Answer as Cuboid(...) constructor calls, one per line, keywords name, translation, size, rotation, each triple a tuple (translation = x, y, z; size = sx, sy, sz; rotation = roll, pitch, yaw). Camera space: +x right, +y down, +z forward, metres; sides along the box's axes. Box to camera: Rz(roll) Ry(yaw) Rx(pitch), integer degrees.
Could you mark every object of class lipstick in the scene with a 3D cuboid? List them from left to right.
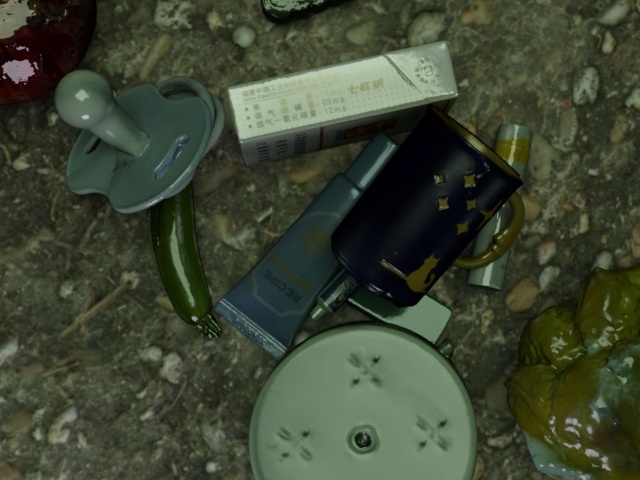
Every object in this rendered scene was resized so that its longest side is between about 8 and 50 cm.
Cuboid(name="lipstick", translation=(0.284, -0.051, 1.890), size=(0.059, 0.059, 0.264), rotation=(12, 84, 0))

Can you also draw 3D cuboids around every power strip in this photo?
Cuboid(name="power strip", translation=(0.074, 0.279, 1.780), size=(0.357, 0.161, 0.357), rotation=(0, 90, 3))

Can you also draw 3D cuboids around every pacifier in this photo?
Cuboid(name="pacifier", translation=(-0.296, -0.177, 1.783), size=(0.299, 0.233, 0.244), rotation=(20, 76, 45))

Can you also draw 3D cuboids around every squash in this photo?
Cuboid(name="squash", translation=(-0.221, 0.006, 1.868), size=(0.080, 0.071, 0.318), rotation=(-15, 80, 18))

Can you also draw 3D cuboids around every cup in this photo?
Cuboid(name="cup", translation=(0.180, -0.020, 1.743), size=(0.255, 0.178, 0.256), rotation=(35, 104, -12))

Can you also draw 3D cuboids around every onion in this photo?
Cuboid(name="onion", translation=(-0.477, -0.345, 1.814), size=(0.276, 0.276, 0.276), rotation=(0, 84, -1))

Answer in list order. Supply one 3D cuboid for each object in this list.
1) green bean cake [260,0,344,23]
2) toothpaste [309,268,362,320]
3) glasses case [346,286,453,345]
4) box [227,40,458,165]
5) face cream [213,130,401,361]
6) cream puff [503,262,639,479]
Cuboid(name="green bean cake", translation=(-0.027, -0.453, 1.912), size=(0.183, 0.094, 0.185), rotation=(-18, 85, -3))
Cuboid(name="toothpaste", translation=(0.055, 0.050, 1.846), size=(0.197, 0.035, 0.057), rotation=(-45, 101, -7))
Cuboid(name="glasses case", translation=(0.112, 0.096, 1.879), size=(0.184, 0.039, 0.078), rotation=(31, 83, 3))
Cuboid(name="box", translation=(0.032, -0.205, 1.827), size=(0.330, 0.210, 0.095), rotation=(-11, 85, -2))
Cuboid(name="face cream", translation=(0.000, 0.000, 1.860), size=(0.135, 0.086, 0.385), rotation=(38, 97, 2))
Cuboid(name="cream puff", translation=(0.441, 0.205, 1.779), size=(0.378, 0.275, 0.378), rotation=(-2, 95, -29))
